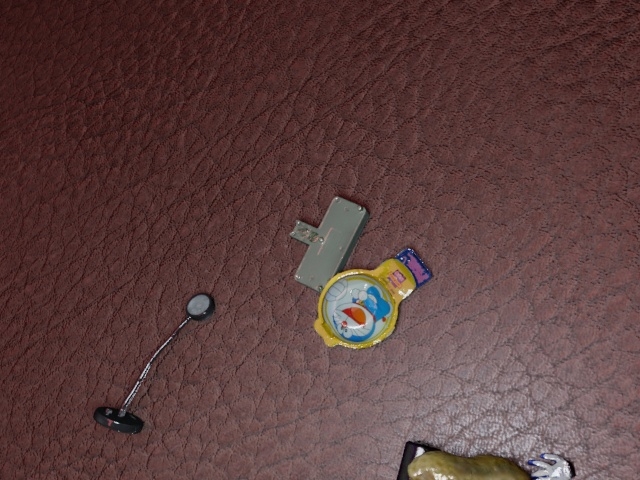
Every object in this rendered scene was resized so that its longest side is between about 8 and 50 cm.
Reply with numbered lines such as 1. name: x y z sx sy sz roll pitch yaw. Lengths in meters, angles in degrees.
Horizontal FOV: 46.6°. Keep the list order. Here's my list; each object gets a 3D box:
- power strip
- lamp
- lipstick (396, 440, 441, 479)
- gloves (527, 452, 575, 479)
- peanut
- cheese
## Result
1. power strip: 0.000 0.000 1.668 0.145 0.061 0.215 24 83 24
2. lamp: -0.370 0.288 1.736 0.130 0.108 0.371 20 67 37
3. lipstick: 0.168 0.539 1.435 0.081 0.081 0.299 10 78 23
4. gloves: 0.431 0.433 1.398 0.086 0.026 0.064 -25 66 17
5. peanut: 0.277 0.449 1.383 0.237 0.110 0.120 12 49 -1
6. cheese: 0.107 0.123 1.586 0.270 0.069 0.177 -36 71 -3
